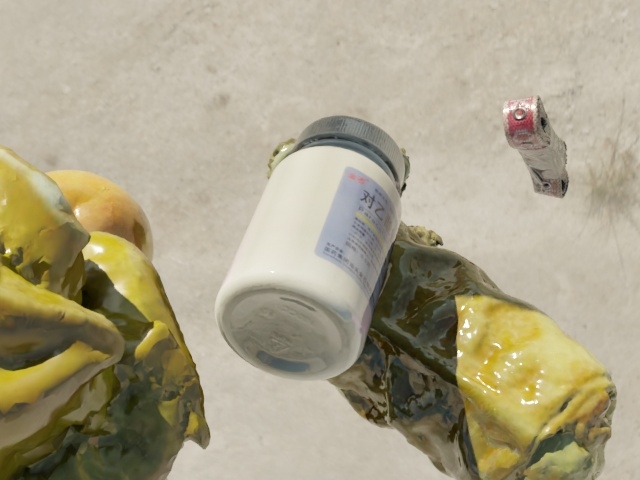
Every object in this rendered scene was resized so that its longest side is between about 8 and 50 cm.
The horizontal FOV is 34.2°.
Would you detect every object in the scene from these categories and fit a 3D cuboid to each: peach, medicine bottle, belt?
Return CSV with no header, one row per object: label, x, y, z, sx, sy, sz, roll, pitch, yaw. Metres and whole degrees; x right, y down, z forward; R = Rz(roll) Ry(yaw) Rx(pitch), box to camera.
peach,-0.279,0.005,1.175,0.184,0.184,0.184,-4,71,11
medicine bottle,0.000,0.000,0.735,0.103,0.102,0.186,6,42,14
belt,0.288,-0.125,1.369,0.053,0.232,0.071,-4,69,22

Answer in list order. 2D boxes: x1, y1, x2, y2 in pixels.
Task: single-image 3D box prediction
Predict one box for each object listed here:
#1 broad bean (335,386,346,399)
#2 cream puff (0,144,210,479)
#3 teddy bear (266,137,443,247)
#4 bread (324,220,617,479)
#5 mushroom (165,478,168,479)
broad bean,0.118,0.178,1.648,0.189,0.263,0.121,20,112,38
cream puff,-0.219,0.067,0.547,0.257,0.324,0.291,3,44,32
teddy bear,0.035,-0.007,1.258,0.267,0.156,0.256,0,86,-24
bread,0.108,0.101,0.820,0.268,0.130,0.152,34,111,29
mushroom,-0.214,0.241,0.875,0.173,0.162,0.236,5,71,-1
